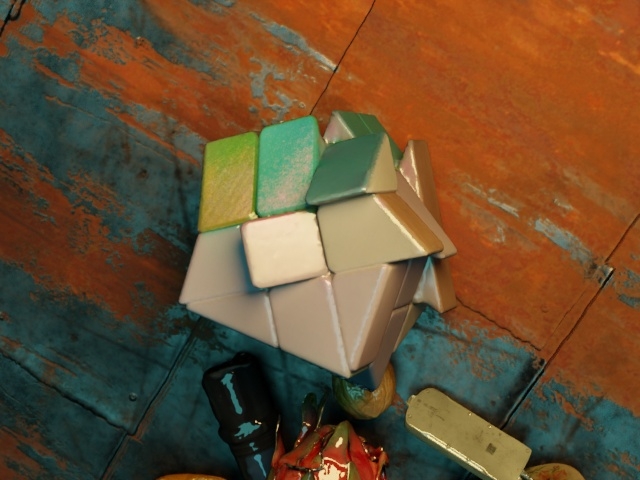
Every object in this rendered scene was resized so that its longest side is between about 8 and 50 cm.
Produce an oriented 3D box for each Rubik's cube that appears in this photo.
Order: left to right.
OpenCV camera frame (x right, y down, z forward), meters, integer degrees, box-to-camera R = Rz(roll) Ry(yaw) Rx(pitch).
[{"bbox_3d":[0.000,0.000,1.557,0.387,0.358,0.368,23,100,17],"label":"Rubik's cube"}]

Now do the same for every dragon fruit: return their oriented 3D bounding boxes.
[{"bbox_3d":[0.009,0.368,1.659,0.192,0.193,0.274,6,100,-3],"label":"dragon fruit"}]

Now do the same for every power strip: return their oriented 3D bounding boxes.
[{"bbox_3d":[0.229,0.307,1.689,0.227,0.080,0.029,31,149,17],"label":"power strip"}]

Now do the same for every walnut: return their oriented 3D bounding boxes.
[{"bbox_3d":[0.065,0.214,1.707,0.105,0.105,0.124,-16,91,13],"label":"walnut"}]

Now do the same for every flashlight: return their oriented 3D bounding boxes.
[{"bbox_3d":[-0.076,0.387,1.771,0.103,0.103,0.424,-19,98,13],"label":"flashlight"}]

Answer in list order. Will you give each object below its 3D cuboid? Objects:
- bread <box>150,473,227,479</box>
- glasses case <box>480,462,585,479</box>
[{"bbox_3d":[-0.214,0.449,1.789,0.190,0.114,0.132,-3,120,23],"label":"bread"},{"bbox_3d":[0.211,0.454,1.693,0.425,0.156,0.098,-19,122,13],"label":"glasses case"}]
